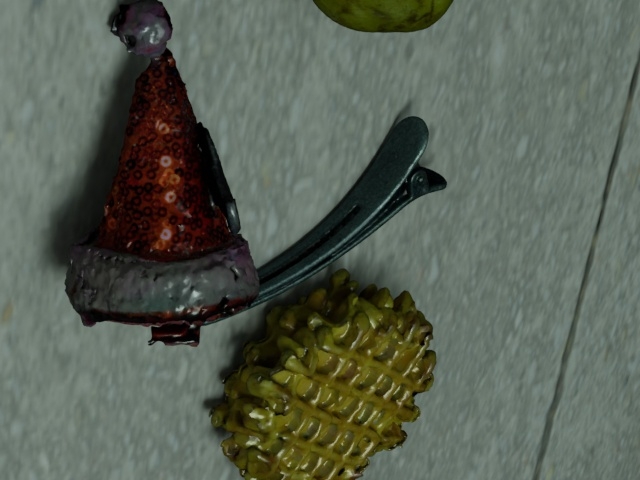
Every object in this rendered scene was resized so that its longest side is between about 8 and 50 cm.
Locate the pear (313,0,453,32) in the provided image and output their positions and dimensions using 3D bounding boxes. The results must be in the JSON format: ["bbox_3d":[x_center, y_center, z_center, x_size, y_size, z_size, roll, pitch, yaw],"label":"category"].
[{"bbox_3d":[0.039,-0.188,1.058,0.107,0.107,0.131,-47,149,-9],"label":"pear"}]

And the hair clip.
[{"bbox_3d":[0.000,0.000,1.194,0.229,0.039,0.070,-39,137,-14],"label":"hair clip"}]

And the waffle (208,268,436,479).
[{"bbox_3d":[0.005,0.122,1.258,0.193,0.070,0.197,-34,137,-22],"label":"waffle"}]

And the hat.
[{"bbox_3d":[-0.104,-0.045,1.040,0.140,0.129,0.227,-55,144,-74],"label":"hat"}]
